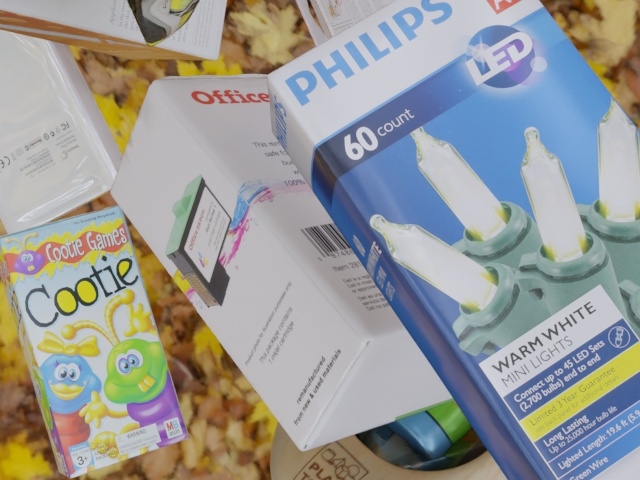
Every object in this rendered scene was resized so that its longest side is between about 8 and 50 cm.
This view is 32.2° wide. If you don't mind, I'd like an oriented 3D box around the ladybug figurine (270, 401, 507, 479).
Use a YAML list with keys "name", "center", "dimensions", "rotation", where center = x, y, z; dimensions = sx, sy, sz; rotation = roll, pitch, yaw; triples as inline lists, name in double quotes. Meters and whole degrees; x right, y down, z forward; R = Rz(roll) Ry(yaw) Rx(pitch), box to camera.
- name: "ladybug figurine"
  center: [0.141, 0.196, 1.201]
  dimensions: [0.449, 0.305, 0.162]
  rotation: [-35, 140, -20]

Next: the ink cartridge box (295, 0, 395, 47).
- name: "ink cartridge box"
  center: [0.021, -0.330, 1.565]
  dimensions: [0.261, 0.066, 0.296]
  rotation: [-33, 101, -52]

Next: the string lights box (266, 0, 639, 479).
- name: "string lights box"
  center: [0.098, 0.005, 0.525]
  dimensions: [0.133, 0.077, 0.259]
  rotation: [-32, 78, -8]

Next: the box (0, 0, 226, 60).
- name: "box"
  center: [-0.319, -0.346, 1.437]
  dimensions: [0.345, 0.215, 0.168]
  rotation: [7, 93, -42]

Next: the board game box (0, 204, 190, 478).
- name: "board game box"
  center: [-0.270, 0.118, 1.285]
  dimensions: [0.142, 0.144, 0.275]
  rotation: [-16, 87, -20]

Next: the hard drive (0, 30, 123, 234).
- name: "hard drive"
  center: [-0.443, -0.202, 1.614]
  dimensions: [0.233, 0.047, 0.353]
  rotation: [-23, 95, 28]

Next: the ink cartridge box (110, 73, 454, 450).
- name: "ink cartridge box"
  center: [0.000, 0.000, 0.844]
  dimensions: [0.201, 0.278, 0.117]
  rotation: [-9, 138, -44]

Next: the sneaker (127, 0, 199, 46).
- name: "sneaker"
  center: [-0.141, -0.297, 1.115]
  dimensions: [0.147, 0.385, 0.145]
  rotation: [-27, 97, -7]
